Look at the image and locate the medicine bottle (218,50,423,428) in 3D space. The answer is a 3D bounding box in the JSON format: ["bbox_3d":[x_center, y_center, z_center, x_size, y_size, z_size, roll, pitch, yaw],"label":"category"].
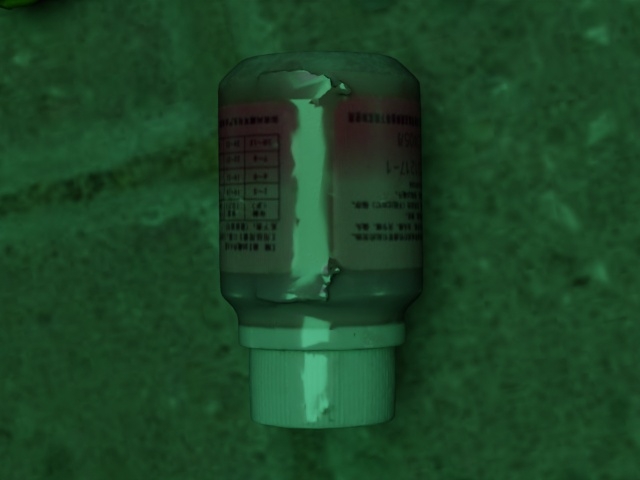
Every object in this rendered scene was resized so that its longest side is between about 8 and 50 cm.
[{"bbox_3d":[0.000,0.000,0.946,0.147,0.147,0.247,0,91,11],"label":"medicine bottle"}]

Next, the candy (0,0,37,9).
[{"bbox_3d":[-0.167,-0.248,1.005,0.209,0.097,0.097,-28,86,4],"label":"candy"}]
